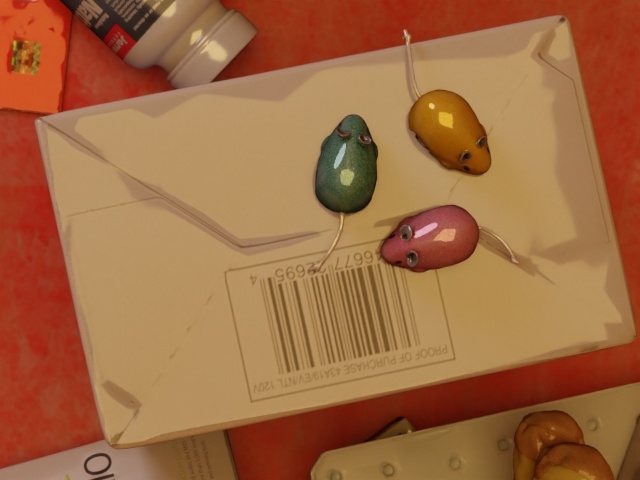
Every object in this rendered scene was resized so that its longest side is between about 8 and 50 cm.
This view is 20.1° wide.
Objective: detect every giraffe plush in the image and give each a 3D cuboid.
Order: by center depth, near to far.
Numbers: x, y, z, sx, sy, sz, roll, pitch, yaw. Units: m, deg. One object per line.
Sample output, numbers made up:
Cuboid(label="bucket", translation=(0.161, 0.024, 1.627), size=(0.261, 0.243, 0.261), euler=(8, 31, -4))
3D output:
Cuboid(label="giraffe plush", translation=(0.138, 0.251, 1.314), size=(0.170, 0.181, 0.210), euler=(-18, 117, -6))

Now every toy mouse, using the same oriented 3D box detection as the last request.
Cuboid(label="toy mouse", translation=(0.048, -0.028, 1.121), size=(0.143, 0.031, 0.161), euler=(-38, 90, -5))

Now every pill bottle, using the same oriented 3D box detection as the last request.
Cuboid(label="pill bottle", translation=(-0.141, -0.201, 1.445), size=(0.180, 0.108, 0.108), euler=(43, 85, -5))

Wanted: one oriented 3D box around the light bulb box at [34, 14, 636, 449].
Cuboid(label="light bulb box", translation=(0.000, 0.000, 1.314), size=(0.358, 0.361, 0.225), euler=(-11, 88, -4))

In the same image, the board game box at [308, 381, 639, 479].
Cuboid(label="board game box", translation=(0.213, 0.320, 1.408), size=(0.390, 0.050, 0.390), euler=(-11, 81, -15))

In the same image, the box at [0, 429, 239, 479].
Cuboid(label="box", translation=(-0.203, 0.272, 1.374), size=(0.322, 0.058, 0.232), euler=(-16, 50, -4))

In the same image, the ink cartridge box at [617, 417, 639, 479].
Cuboid(label="ink cartridge box", translation=(0.323, 0.210, 1.398), size=(0.180, 0.060, 0.104), euler=(25, 73, -7))

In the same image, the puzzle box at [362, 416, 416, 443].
Cuboid(label="puzzle box", translation=(-0.015, 0.367, 1.440), size=(0.409, 0.052, 0.272), euler=(-35, 88, -5))

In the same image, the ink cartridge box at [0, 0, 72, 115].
Cuboid(label="ink cartridge box", translation=(-0.318, -0.247, 1.467), size=(0.239, 0.060, 0.275), euler=(6, 85, -2))
